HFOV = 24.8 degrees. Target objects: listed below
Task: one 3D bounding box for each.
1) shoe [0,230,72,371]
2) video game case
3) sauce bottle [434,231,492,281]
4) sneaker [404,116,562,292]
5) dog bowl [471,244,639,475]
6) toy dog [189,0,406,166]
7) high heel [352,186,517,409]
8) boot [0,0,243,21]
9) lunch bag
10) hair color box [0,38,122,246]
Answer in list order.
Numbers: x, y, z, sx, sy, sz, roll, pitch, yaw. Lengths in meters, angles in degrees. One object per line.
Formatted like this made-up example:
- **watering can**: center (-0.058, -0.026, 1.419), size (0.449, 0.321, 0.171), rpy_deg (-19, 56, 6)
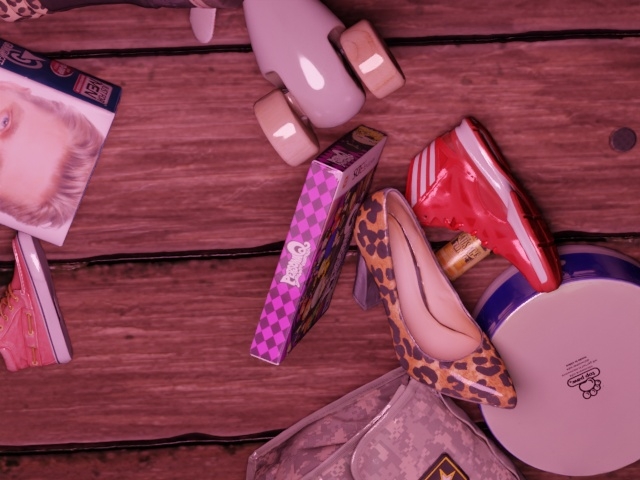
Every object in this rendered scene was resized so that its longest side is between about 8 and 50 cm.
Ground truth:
- **shoe**: center (-0.352, 0.073, 1.706), size (0.081, 0.063, 0.178), rpy_deg (-13, 115, -3)
- **video game case**: center (0.000, 0.000, 1.618), size (0.042, 0.210, 0.232), rpy_deg (22, 109, 10)
- **sauce bottle**: center (0.186, 0.000, 1.716), size (0.128, 0.042, 0.042), rpy_deg (-40, 108, 10)
- **sneaker**: center (0.179, -0.019, 1.670), size (0.128, 0.087, 0.221), rpy_deg (-32, 76, 20)
- **dog bowl**: center (0.309, 0.145, 1.743), size (0.265, 0.104, 0.265), rpy_deg (-1, 111, -2)
- **toy dog**: center (-0.036, -0.244, 1.560), size (0.220, 0.161, 0.333), rpy_deg (-12, 89, 6)
- **high heel**: center (0.129, 0.065, 1.617), size (0.093, 0.261, 0.186), rpy_deg (-31, 146, -30)
- **boot**: center (-0.211, -0.401, 1.461), size (0.284, 0.138, 0.377), rpy_deg (-5, 89, 27)
- **lunch bag**: center (0.084, 0.304, 1.744), size (0.287, 0.169, 0.235), rpy_deg (-37, 109, 21)
- **hair color box**: center (-0.412, -0.144, 1.599), size (0.347, 0.105, 0.174), rpy_deg (21, 109, -11)
